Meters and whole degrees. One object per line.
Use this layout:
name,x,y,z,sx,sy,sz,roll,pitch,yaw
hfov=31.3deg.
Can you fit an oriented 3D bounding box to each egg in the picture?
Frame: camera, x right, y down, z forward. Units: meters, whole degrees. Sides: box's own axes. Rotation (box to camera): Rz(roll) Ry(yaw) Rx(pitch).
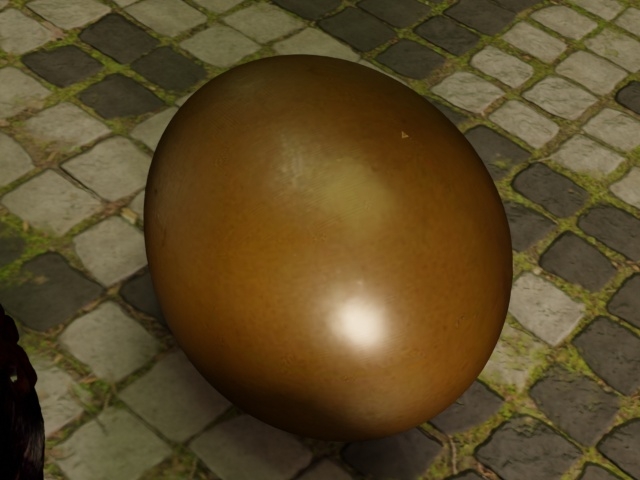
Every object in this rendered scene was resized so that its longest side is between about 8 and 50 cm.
egg,0.000,0.000,0.923,0.283,0.282,0.351,-16,44,-27

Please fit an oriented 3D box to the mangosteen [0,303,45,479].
mangosteen,-0.329,0.125,0.749,0.288,0.233,0.287,8,63,-16
